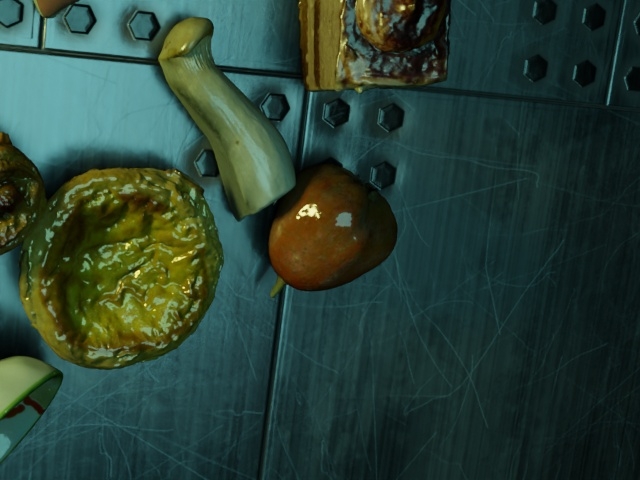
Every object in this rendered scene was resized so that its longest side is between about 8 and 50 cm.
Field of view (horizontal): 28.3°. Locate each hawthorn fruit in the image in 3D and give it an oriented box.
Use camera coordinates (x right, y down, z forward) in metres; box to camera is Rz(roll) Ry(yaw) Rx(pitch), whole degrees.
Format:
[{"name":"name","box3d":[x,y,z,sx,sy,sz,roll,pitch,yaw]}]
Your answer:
[{"name":"hawthorn fruit","box3d":[0.000,0.000,2.058,0.199,0.199,0.251,34,107,-24]}]

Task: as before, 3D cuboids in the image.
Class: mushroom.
[{"name":"mushroom","box3d":[-0.154,-0.183,1.973,0.329,0.159,0.122,62,35,-14]}]

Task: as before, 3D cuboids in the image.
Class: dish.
[{"name":"dish","box3d":[-0.537,0.279,1.881,0.124,0.324,0.324,41,87,4]}]

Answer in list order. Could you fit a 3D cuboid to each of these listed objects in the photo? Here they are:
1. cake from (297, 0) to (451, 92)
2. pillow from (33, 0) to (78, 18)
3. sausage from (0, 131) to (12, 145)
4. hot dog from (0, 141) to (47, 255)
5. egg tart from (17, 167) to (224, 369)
[{"name":"cake","box3d":[0.094,-0.320,1.943,0.196,0.293,0.199,-2,100,-19]},{"name":"pillow","box3d":[-0.362,-0.433,1.859,0.179,0.075,0.171,-27,118,-10]},{"name":"sausage","box3d":[-0.551,-0.038,1.889,0.089,0.083,0.300,28,96,-37]},{"name":"hot dog","box3d":[-0.504,-0.048,1.805,0.226,0.099,0.161,-30,113,-6]},{"name":"egg tart","box3d":[-0.312,0.037,1.971,0.341,0.129,0.341,-5,105,-21]}]
